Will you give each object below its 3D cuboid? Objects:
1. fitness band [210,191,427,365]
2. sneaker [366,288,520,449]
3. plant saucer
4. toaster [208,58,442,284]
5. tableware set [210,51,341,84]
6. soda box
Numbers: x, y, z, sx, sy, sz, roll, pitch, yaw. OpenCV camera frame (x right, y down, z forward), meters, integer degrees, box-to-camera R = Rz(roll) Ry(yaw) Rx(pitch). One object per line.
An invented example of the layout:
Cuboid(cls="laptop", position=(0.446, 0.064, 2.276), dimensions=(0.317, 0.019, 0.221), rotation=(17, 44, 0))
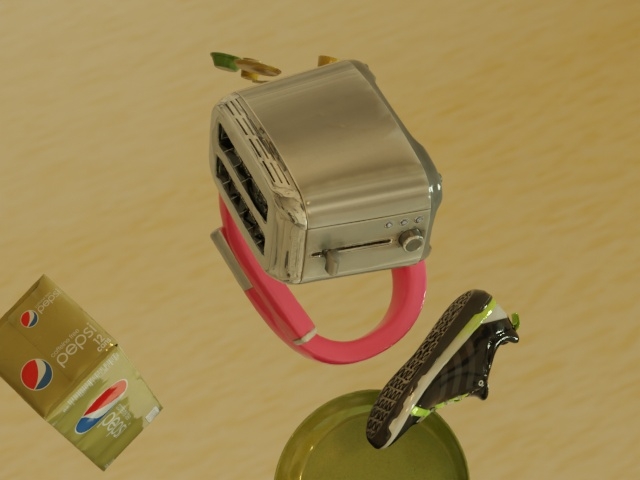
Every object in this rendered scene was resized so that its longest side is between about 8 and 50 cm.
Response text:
Cuboid(cls="fitness band", position=(0.000, 0.000, 1.855), dimensions=(0.291, 0.209, 0.054), rotation=(57, -29, -6))
Cuboid(cls="sneaker", position=(0.150, 0.160, 1.890), dimensions=(0.097, 0.235, 0.084), rotation=(43, -18, -9))
Cuboid(cls="plant saucer", position=(0.062, 0.294, 1.924), dimensions=(0.241, 0.241, 0.037), rotation=(64, 10, 22))
Cuboid(cls="toaster", position=(-0.004, -0.064, 1.442), dimensions=(0.129, 0.146, 0.227), rotation=(100, -31, -47))
Cuboid(cls="tableware set", position=(-0.032, -0.168, 1.608), dimensions=(0.154, 0.104, 0.024), rotation=(9, -96, 46))
Cuboid(cls="soda box", position=(-0.143, 0.081, 0.965), dimensions=(0.061, 0.058, 0.181), rotation=(41, -11, 13))
